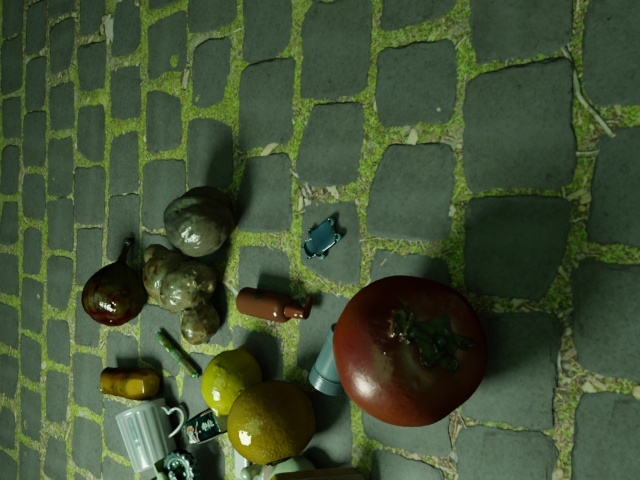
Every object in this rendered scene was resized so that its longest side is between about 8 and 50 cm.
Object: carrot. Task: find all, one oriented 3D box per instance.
[{"bbox_3d":[-0.683,0.503,2.124,0.301,0.114,0.114,-8,85,41],"label":"carrot"}]

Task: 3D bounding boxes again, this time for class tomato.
[{"bbox_3d":[0.176,0.235,1.274,0.321,0.321,0.322,0,91,41],"label":"tomato"}]

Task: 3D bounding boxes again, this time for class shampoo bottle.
[{"bbox_3d":[-0.127,0.182,1.662,0.244,0.085,0.086,4,93,39],"label":"shampoo bottle"}]

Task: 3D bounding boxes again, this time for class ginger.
[{"bbox_3d":[-0.449,0.143,1.881,0.375,0.176,0.256,35,128,35],"label":"ginger"}]

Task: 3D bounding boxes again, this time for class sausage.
[{"bbox_3d":[-0.478,0.380,1.994,0.269,0.032,0.033,35,112,35],"label":"sausage"}]

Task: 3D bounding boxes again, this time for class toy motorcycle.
[{"bbox_3d":[-0.407,0.852,1.846,0.236,0.168,0.410,-27,82,29],"label":"toy motorcycle"}]

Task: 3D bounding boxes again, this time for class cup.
[{"bbox_3d":[-0.554,0.636,1.979,0.221,0.166,0.202,-33,72,38],"label":"cup"}]

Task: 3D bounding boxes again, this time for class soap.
[{"bbox_3d":[-0.027,0.647,1.464,0.080,0.257,0.161,-173,85,-74],"label":"soap"}]

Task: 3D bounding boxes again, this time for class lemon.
[{"bbox_3d":[-0.251,0.398,1.710,0.173,0.173,0.207,14,87,40],"label":"lemon"}]

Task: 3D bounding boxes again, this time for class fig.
[{"bbox_3d":[-0.706,0.137,2.124,0.216,0.217,0.321,-17,51,39],"label":"fig"}]

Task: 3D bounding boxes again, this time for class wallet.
[{"bbox_3d":[-0.235,0.649,1.793,0.061,0.025,0.122,-3,89,39],"label":"wallet"}]

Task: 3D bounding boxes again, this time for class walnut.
[{"bbox_3d":[-0.357,-0.060,1.784,0.224,0.224,0.225,0,91,41],"label":"walnut"}]

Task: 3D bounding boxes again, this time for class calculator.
[{"bbox_3d":[0.000,0.000,1.590,0.141,0.019,0.094,-38,66,36],"label":"calculator"}]

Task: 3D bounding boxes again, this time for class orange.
[{"bbox_3d":[-0.130,0.476,1.573,0.236,0.236,0.237,0,91,41],"label":"orange"}]

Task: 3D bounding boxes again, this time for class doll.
[{"bbox_3d":[-0.091,0.642,1.622,0.274,0.113,0.155,-13,89,33],"label":"doll"}]

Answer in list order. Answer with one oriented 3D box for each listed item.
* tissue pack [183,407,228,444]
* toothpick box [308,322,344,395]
[{"bbox_3d":[-0.327,0.553,1.822,0.170,0.103,0.091,-35,75,36],"label":"tissue pack"},{"bbox_3d":[0.044,0.297,1.502,0.101,0.101,0.153,36,111,35],"label":"toothpick box"}]
